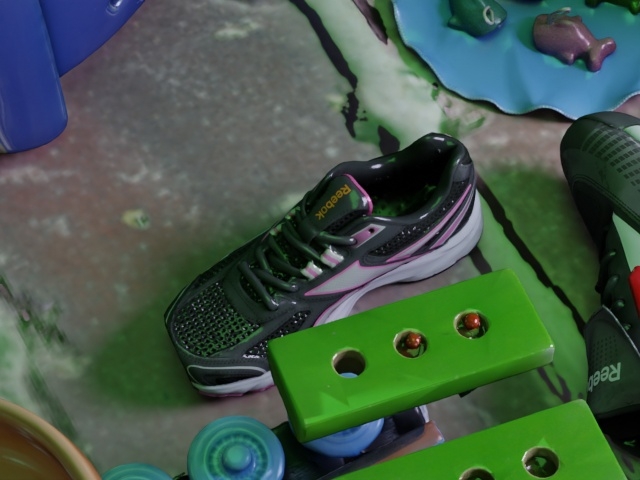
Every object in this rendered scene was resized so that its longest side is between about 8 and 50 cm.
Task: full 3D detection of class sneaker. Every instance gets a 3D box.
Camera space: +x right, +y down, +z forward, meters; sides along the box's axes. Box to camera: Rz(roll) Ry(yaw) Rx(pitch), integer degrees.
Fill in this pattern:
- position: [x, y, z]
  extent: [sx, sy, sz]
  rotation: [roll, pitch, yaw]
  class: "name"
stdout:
- position: [0.158, 0.040, 0.832]
  extent: [0.106, 0.078, 0.234]
  rotation: [-21, 64, -16]
  class: "sneaker"
- position: [0.000, 0.000, 0.853]
  extent: [0.178, 0.077, 0.072]
  rotation: [-35, 65, -19]
  class: "sneaker"

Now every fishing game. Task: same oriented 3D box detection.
- position: [0.128, -0.150, 0.967]
  extent: [0.264, 0.041, 0.189]
  rotation: [28, 65, 15]
  class: "fishing game"

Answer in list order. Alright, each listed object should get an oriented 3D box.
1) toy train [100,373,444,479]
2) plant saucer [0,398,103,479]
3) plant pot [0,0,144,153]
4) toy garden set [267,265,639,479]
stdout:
- position: [-0.023, 0.131, 0.778]
  extent: [0.184, 0.080, 0.105]
  rotation: [-25, 71, -15]
  class: "toy train"
- position: [-0.157, 0.163, 0.736]
  extent: [0.200, 0.037, 0.200]
  rotation: [-9, 70, 24]
  class: "plant saucer"
- position: [-0.201, -0.186, 0.876]
  extent: [0.235, 0.236, 0.212]
  rotation: [18, 66, 9]
  class: "plant pot"
- position: [0.116, 0.117, 0.683]
  extent: [0.203, 0.049, 0.244]
  rotation: [-16, 55, -12]
  class: "toy garden set"
